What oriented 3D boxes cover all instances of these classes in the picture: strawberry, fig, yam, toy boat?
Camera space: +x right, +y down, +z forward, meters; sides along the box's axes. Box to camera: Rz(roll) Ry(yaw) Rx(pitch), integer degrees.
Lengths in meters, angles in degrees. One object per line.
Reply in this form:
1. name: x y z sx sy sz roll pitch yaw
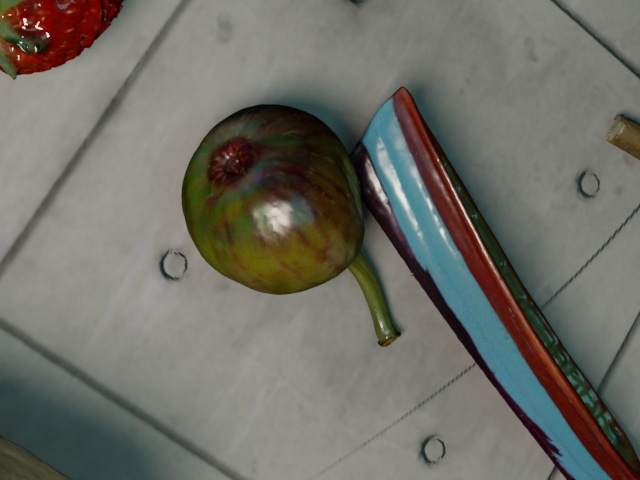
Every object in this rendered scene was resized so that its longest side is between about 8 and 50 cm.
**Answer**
1. strawberry: -0.203 -0.188 0.979 0.131 0.148 0.131 5 113 11
2. fig: 0.000 0.000 1.065 0.245 0.149 0.149 42 72 -43
3. yam: 0.321 -0.073 1.241 0.145 0.032 0.032 22 81 -21
4. toy boat: 0.145 0.053 1.125 0.079 0.136 0.392 -33 105 12

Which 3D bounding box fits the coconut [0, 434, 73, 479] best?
1. coconut: -0.310 0.257 0.796 0.415 0.344 0.415 -18 140 -16
